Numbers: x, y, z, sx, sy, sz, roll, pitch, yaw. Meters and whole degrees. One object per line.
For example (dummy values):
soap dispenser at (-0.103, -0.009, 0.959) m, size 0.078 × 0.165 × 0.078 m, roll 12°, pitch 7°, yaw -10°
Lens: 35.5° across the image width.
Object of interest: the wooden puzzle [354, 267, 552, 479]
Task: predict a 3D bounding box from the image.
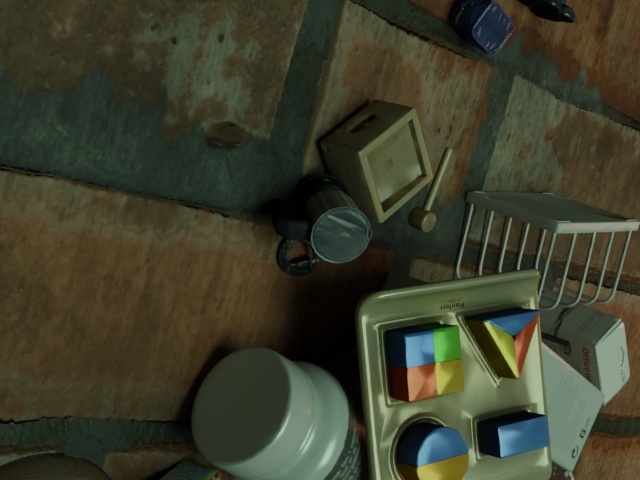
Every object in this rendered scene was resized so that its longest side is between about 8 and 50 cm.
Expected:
wooden puzzle at (0.210, 0.227, 1.424) m, size 0.322 × 0.080 × 0.347 m, roll -7°, pitch 97°, yaw -30°

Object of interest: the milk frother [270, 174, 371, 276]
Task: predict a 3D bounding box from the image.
milk frother at (0.000, 0.000, 1.412) m, size 0.129 × 0.134 × 0.143 m, roll -16°, pitch 115°, yaw -5°

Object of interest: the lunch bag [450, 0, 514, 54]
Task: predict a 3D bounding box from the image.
lunch bag at (0.253, -0.350, 1.602) m, size 0.067 × 0.065 × 0.098 m, roll -52°, pitch 137°, yaw 3°

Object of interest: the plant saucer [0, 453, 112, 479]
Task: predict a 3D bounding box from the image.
plant saucer at (-0.364, 0.422, 1.256) m, size 0.311 × 0.050 × 0.310 m, roll -19°, pitch 118°, yaw -41°

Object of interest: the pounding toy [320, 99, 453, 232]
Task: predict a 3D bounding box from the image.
pounding toy at (0.110, -0.104, 1.519) m, size 0.181 × 0.094 × 0.206 m, roll -40°, pitch 129°, yaw -28°

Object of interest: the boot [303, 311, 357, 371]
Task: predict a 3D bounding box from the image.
boot at (0.027, 0.180, 1.581) m, size 0.114 × 0.037 × 0.106 m, roll -37°, pitch 130°, yaw -37°

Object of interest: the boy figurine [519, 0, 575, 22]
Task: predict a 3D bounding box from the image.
boy figurine at (0.439, -0.518, 1.714) m, size 0.177 × 0.092 × 0.285 m, roll 24°, pitch 89°, yaw -44°

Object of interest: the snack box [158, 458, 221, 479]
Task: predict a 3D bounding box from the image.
snack box at (-0.212, 0.424, 1.352) m, size 0.207 × 0.070 × 0.174 m, roll -30°, pitch 125°, yaw -58°

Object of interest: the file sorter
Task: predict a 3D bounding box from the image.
file sorter at (0.400, 0.019, 1.791) m, size 0.278 × 0.193 × 0.173 m, roll -1°, pitch 108°, yaw -45°

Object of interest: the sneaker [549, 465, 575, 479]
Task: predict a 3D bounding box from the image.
sneaker at (0.445, 0.487, 2.079) m, size 0.163 × 0.106 × 0.281 m, roll -14°, pitch 103°, yaw -37°

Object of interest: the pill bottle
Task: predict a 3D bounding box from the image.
pill bottle at (-0.010, 0.299, 1.458) m, size 0.361 × 0.204 × 0.204 m, roll 40°, pitch 75°, yaw -46°

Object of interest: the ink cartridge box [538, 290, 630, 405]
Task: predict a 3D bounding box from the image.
ink cartridge box at (0.462, 0.196, 1.893) m, size 0.092 × 0.218 × 0.158 m, roll -39°, pitch 128°, yaw -29°

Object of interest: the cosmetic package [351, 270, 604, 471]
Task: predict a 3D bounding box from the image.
cosmetic package at (0.282, 0.232, 1.717) m, size 0.453 × 0.230 × 0.161 m, roll 36°, pitch 77°, yaw -47°
